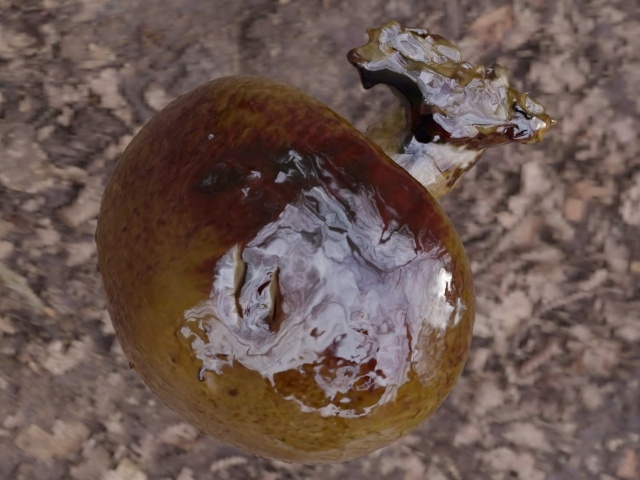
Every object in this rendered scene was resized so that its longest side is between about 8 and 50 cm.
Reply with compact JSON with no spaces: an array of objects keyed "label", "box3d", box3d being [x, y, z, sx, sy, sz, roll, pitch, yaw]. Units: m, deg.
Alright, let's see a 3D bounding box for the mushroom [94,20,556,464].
[{"label":"mushroom","box3d":[-0.020,-0.006,1.308,0.331,0.334,0.356,26,39,-7]}]
